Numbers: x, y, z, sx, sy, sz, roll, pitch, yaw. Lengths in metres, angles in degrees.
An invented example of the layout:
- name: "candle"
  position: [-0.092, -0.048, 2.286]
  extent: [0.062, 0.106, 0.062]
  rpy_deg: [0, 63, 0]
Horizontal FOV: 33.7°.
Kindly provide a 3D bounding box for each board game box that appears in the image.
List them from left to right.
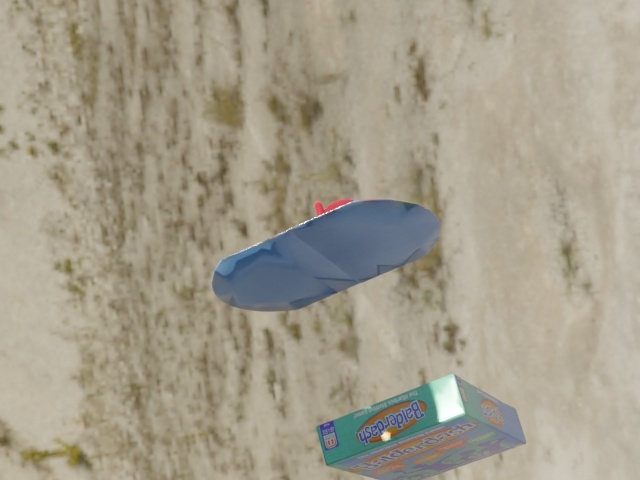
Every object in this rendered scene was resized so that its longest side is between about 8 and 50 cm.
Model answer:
- name: "board game box"
  position: [0.000, 0.000, 0.758]
  extent: [0.133, 0.168, 0.033]
  rpy_deg: [36, -146, -60]
- name: "board game box"
  position: [0.114, 0.211, 1.140]
  extent: [0.210, 0.160, 0.047]
  rpy_deg: [33, -143, -57]
